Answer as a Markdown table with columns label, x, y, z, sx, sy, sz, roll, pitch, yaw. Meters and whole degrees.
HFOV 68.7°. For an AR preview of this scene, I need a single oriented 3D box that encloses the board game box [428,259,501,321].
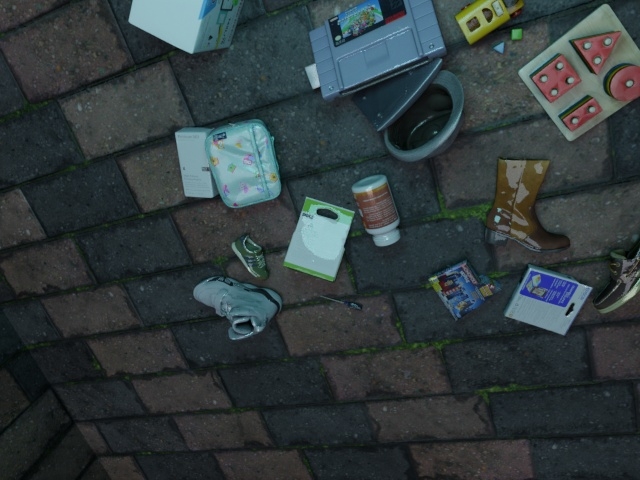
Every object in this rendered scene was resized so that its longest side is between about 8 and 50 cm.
| label | x | y | z | sx | sy | sz | roll | pitch | yaw |
| --- | --- | --- | --- | --- | --- | --- | --- | --- | --- |
| board game box | 0.505 | 0.157 | 1.610 | 0.194 | 0.060 | 0.194 | -28 | 105 | 24 |

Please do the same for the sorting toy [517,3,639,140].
| label | x | y | z | sx | sy | sz | roll | pitch | yaw |
| --- | --- | --- | --- | --- | --- | --- | --- | --- | --- |
| sorting toy | 0.719 | -0.436 | 1.252 | 0.255 | 0.089 | 0.257 | -37 | 101 | 27 |

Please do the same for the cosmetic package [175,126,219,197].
| label | x | y | z | sx | sy | sz | roll | pitch | yaw |
| --- | --- | --- | --- | --- | --- | --- | --- | --- | --- |
| cosmetic package | -0.423 | -0.272 | 1.636 | 0.117 | 0.085 | 0.231 | 3 | 117 | 13 |

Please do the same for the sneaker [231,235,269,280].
| label | x | y | z | sx | sy | sz | roll | pitch | yaw |
| --- | --- | --- | --- | --- | --- | --- | --- | --- | --- |
| sneaker | -0.246 | 0.062 | 1.759 | 0.086 | 0.064 | 0.192 | -36 | 99 | 31 |

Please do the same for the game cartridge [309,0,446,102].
| label | x | y | z | sx | sy | sz | roll | pitch | yaw |
| --- | --- | --- | --- | --- | --- | --- | --- | --- | --- |
| game cartridge | 0.147 | -0.556 | 1.304 | 0.355 | 0.068 | 0.230 | -17 | 81 | 21 |

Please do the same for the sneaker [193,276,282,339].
| label | x | y | z | sx | sy | sz | roll | pitch | yaw |
| --- | --- | --- | --- | --- | --- | --- | --- | --- | --- |
| sneaker | -0.346 | 0.256 | 1.796 | 0.365 | 0.210 | 0.137 | 10 | 117 | 10 |

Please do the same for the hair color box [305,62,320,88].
| label | x | y | z | sx | sy | sz | roll | pitch | yaw |
| --- | --- | --- | --- | --- | --- | --- | --- | --- | --- |
| hair color box | 0.031 | -0.519 | 1.420 | 0.141 | 0.043 | 0.072 | -14 | 110 | 21 |

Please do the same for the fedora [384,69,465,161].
| label | x | y | z | sx | sy | sz | roll | pitch | yaw |
| --- | --- | --- | --- | --- | --- | --- | --- | --- | --- |
| fedora | 0.320 | -0.336 | 1.357 | 0.124 | 0.244 | 0.275 | 19 | 128 | -42 |

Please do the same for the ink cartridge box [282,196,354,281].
| label | x | y | z | sx | sy | sz | roll | pitch | yaw |
| --- | --- | --- | --- | --- | --- | --- | --- | --- | --- |
| ink cartridge box | 0.000 | 0.000 | 1.659 | 0.188 | 0.097 | 0.255 | 18 | 84 | 6 |

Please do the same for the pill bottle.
| label | x | y | z | sx | sy | sz | roll | pitch | yaw |
| --- | --- | --- | --- | --- | --- | --- | --- | --- | --- |
| pill bottle | 0.189 | -0.096 | 1.536 | 0.121 | 0.121 | 0.216 | -13 | 110 | 20 |

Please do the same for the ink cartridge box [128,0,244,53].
| label | x | y | z | sx | sy | sz | roll | pitch | yaw |
| --- | --- | --- | --- | --- | --- | --- | --- | --- | --- |
| ink cartridge box | -0.362 | -0.672 | 1.322 | 0.197 | 0.270 | 0.198 | 27 | 119 | -1 |

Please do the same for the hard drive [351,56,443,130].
| label | x | y | z | sx | sy | sz | roll | pitch | yaw |
| --- | --- | --- | --- | --- | --- | --- | --- | --- | --- |
| hard drive | 0.221 | -0.453 | 1.349 | 0.255 | 0.054 | 0.172 | -47 | 59 | 24 |

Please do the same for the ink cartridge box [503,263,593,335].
| label | x | y | z | sx | sy | sz | roll | pitch | yaw |
| --- | --- | --- | --- | --- | --- | --- | --- | --- | --- |
| ink cartridge box | 0.758 | 0.200 | 1.571 | 0.208 | 0.045 | 0.206 | 19 | 118 | 7 |

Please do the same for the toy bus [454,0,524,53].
| label | x | y | z | sx | sy | sz | roll | pitch | yaw |
| --- | --- | --- | --- | --- | --- | --- | --- | --- | --- |
| toy bus | 0.455 | -0.607 | 1.231 | 0.191 | 0.104 | 0.202 | 14 | 118 | 8 |

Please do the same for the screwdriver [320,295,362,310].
| label | x | y | z | sx | sy | sz | roll | pitch | yaw |
| --- | --- | --- | --- | --- | --- | --- | --- | --- | --- |
| screwdriver | 0.078 | 0.232 | 1.785 | 0.170 | 0.024 | 0.025 | 20 | 89 | 12 |

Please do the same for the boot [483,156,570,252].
| label | x | y | z | sx | sy | sz | roll | pitch | yaw |
| --- | --- | --- | --- | --- | --- | --- | --- | --- | --- |
| boot | 0.659 | -0.113 | 1.445 | 0.264 | 0.096 | 0.280 | 12 | 110 | 17 |

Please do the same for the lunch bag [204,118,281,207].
| label | x | y | z | sx | sy | sz | roll | pitch | yaw |
| --- | --- | --- | --- | --- | --- | --- | --- | --- | --- |
| lunch bag | -0.249 | -0.260 | 1.563 | 0.224 | 0.108 | 0.279 | -12 | 114 | 4 |

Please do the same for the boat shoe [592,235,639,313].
| label | x | y | z | sx | sy | sz | roll | pitch | yaw |
| --- | --- | --- | --- | --- | --- | --- | --- | --- | --- |
| boat shoe | 0.940 | 0.072 | 1.431 | 0.123 | 0.123 | 0.342 | 36 | 120 | 12 |
